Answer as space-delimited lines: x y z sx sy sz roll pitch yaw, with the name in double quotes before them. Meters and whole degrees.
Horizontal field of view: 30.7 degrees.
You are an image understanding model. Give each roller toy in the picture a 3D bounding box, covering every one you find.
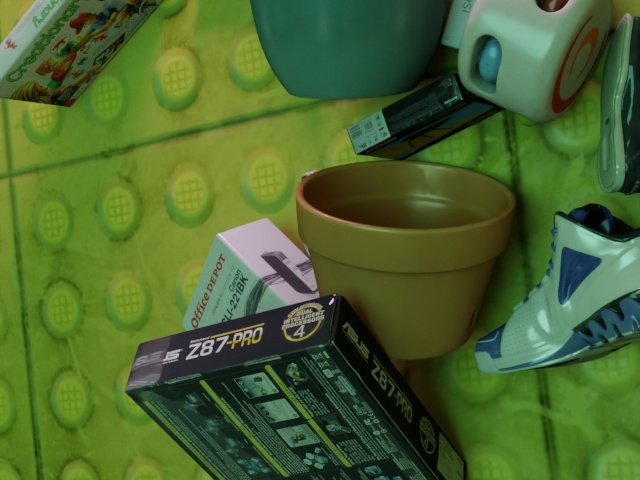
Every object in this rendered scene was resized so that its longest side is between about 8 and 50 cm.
"roller toy" 0.270 -0.262 1.490 0.146 0.191 0.209 29 98 22

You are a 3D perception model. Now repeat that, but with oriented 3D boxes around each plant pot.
"plant pot" 0.040 -0.321 1.604 0.293 0.293 0.235 7 108 33
"plant pot" 0.112 0.028 1.572 0.291 0.291 0.203 15 116 32

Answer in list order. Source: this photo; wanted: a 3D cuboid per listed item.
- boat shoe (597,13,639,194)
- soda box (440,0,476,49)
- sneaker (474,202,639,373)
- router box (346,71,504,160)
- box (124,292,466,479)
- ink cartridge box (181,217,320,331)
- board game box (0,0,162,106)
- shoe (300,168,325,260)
"boat shoe" 0.403 -0.174 1.493 0.079 0.084 0.233 3 84 -5
"soda box" 0.237 -0.360 1.587 0.069 0.074 0.216 22 102 31
"sneaker" 0.331 0.056 1.486 0.315 0.127 0.182 -30 67 47
"router box" 0.146 -0.169 1.613 0.179 0.133 0.046 -25 76 31
"box" -0.023 0.257 1.583 0.318 0.395 0.097 -17 40 25
"ink cartridge box" -0.064 0.130 1.740 0.273 0.114 0.197 44 129 26
"board game box" -0.412 -0.347 1.943 0.305 0.193 0.053 -42 68 27
"shoe" 0.000 0.000 1.755 0.077 0.058 0.219 -6 87 33
